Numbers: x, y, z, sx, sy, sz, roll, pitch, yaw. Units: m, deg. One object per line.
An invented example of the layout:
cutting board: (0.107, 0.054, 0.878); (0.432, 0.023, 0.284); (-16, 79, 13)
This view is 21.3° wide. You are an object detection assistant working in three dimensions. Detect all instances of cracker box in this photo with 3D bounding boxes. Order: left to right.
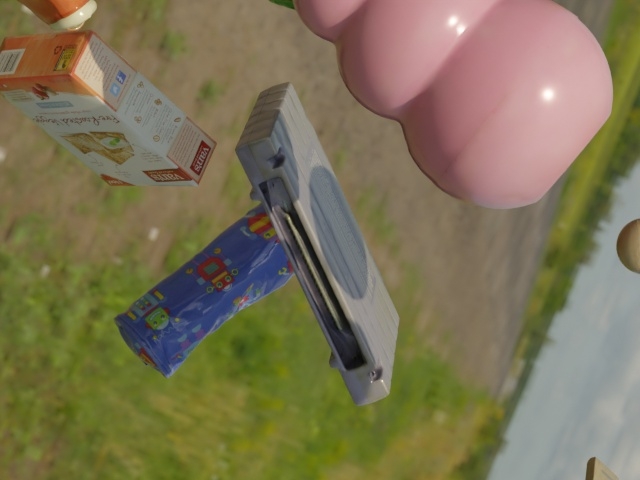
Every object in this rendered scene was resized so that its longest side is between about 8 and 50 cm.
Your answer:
cracker box: (-0.252, -0.147, 1.966); (0.232, 0.156, 0.067); (41, 61, -41)

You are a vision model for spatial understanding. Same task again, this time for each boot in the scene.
boot: (-0.220, -0.198, 1.331); (0.059, 0.084, 0.158); (-37, -162, -12)

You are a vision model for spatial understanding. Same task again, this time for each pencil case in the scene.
pencil case: (-0.151, 0.071, 2.467); (0.306, 0.119, 0.133); (-38, 161, -16)

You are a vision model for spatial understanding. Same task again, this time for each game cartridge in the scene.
game cartridge: (0.000, 0.000, 2.075); (0.230, 0.068, 0.355); (-84, 151, -69)

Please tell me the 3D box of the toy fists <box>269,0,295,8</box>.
toy fists: (0.038, -0.288, 1.895); (0.279, 0.142, 0.096); (8, 85, -52)

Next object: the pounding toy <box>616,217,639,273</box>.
pounding toy: (0.366, -0.034, 1.640); (0.237, 0.110, 0.183); (-42, 137, -12)

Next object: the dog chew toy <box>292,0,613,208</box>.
dog chew toy: (0.110, -0.182, 1.605); (0.206, 0.332, 0.206); (-51, 177, -3)

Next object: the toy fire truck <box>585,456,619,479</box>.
toy fire truck: (0.315, 0.391, 1.930); (0.246, 0.217, 0.158); (-51, -149, -14)
